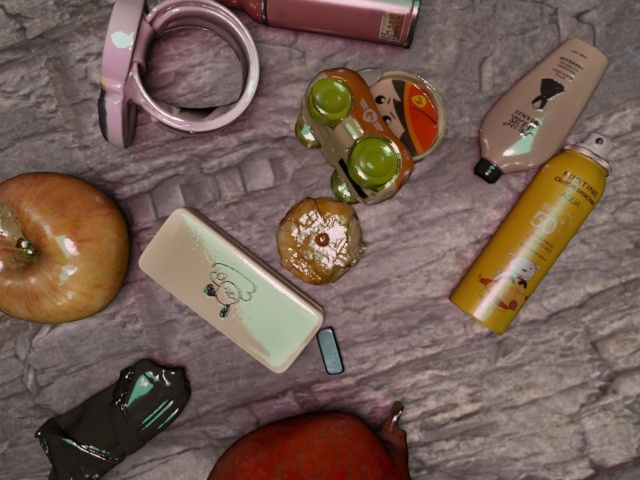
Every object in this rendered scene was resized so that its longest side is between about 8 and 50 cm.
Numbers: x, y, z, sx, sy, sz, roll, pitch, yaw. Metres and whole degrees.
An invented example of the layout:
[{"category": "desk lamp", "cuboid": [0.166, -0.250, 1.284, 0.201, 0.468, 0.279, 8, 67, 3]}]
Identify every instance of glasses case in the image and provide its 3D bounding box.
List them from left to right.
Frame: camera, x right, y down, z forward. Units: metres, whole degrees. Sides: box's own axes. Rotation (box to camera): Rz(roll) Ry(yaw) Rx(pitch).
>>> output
[{"category": "glasses case", "cuboid": [-0.148, 0.081, 0.892, 0.313, 0.070, 0.131, 38, 95, 1]}, {"category": "glasses case", "cuboid": [0.017, 0.192, 0.912, 0.034, 0.023, 0.083, -15, 91, 9]}]

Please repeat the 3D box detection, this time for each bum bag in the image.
[{"category": "bum bag", "cuboid": [-0.370, 0.319, 0.915, 0.326, 0.079, 0.142, -39, 94, 4]}]

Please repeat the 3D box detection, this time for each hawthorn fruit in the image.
[{"category": "hawthorn fruit", "cuboid": [-0.011, 0.414, 0.810, 0.308, 0.325, 0.308, 12, 108, 41]}]

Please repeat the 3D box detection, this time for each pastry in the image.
[{"category": "pastry", "cuboid": [-0.001, 0.000, 0.875, 0.153, 0.081, 0.153, 1, 96, 13]}]

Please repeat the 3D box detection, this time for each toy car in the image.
[{"category": "toy car", "cuboid": [0.092, -0.190, 0.844, 0.235, 0.145, 0.235, 2, 81, -12]}]

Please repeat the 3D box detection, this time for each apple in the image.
[{"category": "apple", "cuboid": [-0.430, 0.011, 0.844, 0.261, 0.194, 0.260, 0, 91, 4]}]

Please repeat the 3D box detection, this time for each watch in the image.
[{"category": "watch", "cuboid": [-0.226, -0.254, 0.847, 0.231, 0.196, 0.244, 9, 95, -19]}]

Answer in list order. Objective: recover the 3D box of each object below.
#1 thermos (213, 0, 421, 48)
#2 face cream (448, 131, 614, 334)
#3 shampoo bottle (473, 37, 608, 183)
[{"category": "thermos", "cuboid": [-0.010, -0.399, 0.829, 0.330, 0.109, 0.136, 9, 87, 0]}, {"category": "face cream", "cuboid": [0.348, -0.017, 0.840, 0.105, 0.105, 0.348, 34, 94, 1]}, {"category": "shampoo bottle", "cuboid": [0.342, -0.198, 0.839, 0.127, 0.078, 0.257, 40, 95, 20]}]
